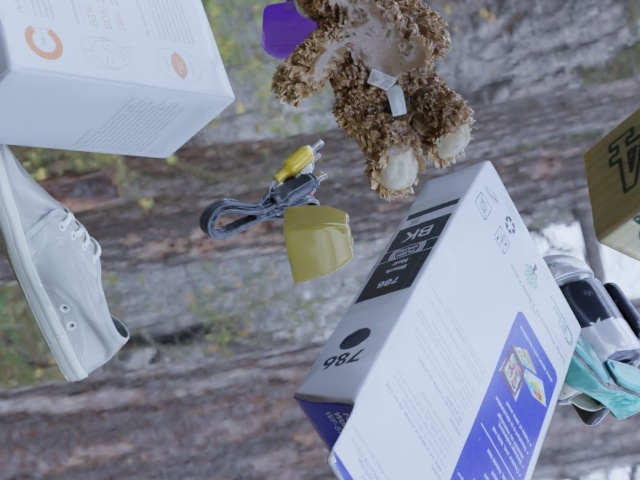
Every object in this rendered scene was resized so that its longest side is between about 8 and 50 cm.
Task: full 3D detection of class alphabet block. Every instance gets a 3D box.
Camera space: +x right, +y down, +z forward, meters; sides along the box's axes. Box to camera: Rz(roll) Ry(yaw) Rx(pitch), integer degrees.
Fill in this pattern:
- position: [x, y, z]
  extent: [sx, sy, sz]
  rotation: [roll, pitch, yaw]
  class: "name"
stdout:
- position: [0.542, -0.088, 1.675]
  extent: [0.197, 0.192, 0.193]
  rotation: [-46, -151, 43]
  class: "alphabet block"

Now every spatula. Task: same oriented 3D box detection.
- position: [-0.038, -0.360, 1.564]
  extent: [0.030, 0.084, 0.296]
  rotation: [87, 2, -47]
  class: "spatula"

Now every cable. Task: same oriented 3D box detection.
- position: [-0.097, -0.065, 1.907]
  extent: [0.072, 0.287, 0.139]
  rotation: [40, -36, 35]
  class: "cable"

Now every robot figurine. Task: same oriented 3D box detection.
- position: [0.410, 0.157, 1.795]
  extent: [0.209, 0.173, 0.278]
  rotation: [9, 47, -51]
  class: "robot figurine"

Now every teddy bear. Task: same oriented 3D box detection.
- position: [0.058, -0.215, 1.329]
  extent: [0.338, 0.245, 0.113]
  rotation: [45, -13, -16]
  class: "teddy bear"

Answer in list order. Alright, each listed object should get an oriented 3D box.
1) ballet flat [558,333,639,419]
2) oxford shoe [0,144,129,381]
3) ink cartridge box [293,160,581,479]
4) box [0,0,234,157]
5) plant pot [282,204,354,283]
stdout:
- position: [0.345, 0.181, 1.435]
  extent: [0.247, 0.087, 0.083]
  rotation: [29, 27, -40]
  class: "ballet flat"
- position: [-0.392, 0.004, 1.589]
  extent: [0.169, 0.130, 0.449]
  rotation: [45, -24, 55]
  class: "oxford shoe"
- position: [0.081, 0.096, 0.720]
  extent: [0.165, 0.065, 0.333]
  rotation: [60, 34, -17]
  class: "ink cartridge box"
- position: [-0.316, -0.248, 1.439]
  extent: [0.345, 0.168, 0.215]
  rotation: [2, 62, -47]
  class: "box"
- position: [0.000, 0.000, 1.453]
  extent: [0.081, 0.083, 0.081]
  rotation: [-87, 168, -66]
  class: "plant pot"
